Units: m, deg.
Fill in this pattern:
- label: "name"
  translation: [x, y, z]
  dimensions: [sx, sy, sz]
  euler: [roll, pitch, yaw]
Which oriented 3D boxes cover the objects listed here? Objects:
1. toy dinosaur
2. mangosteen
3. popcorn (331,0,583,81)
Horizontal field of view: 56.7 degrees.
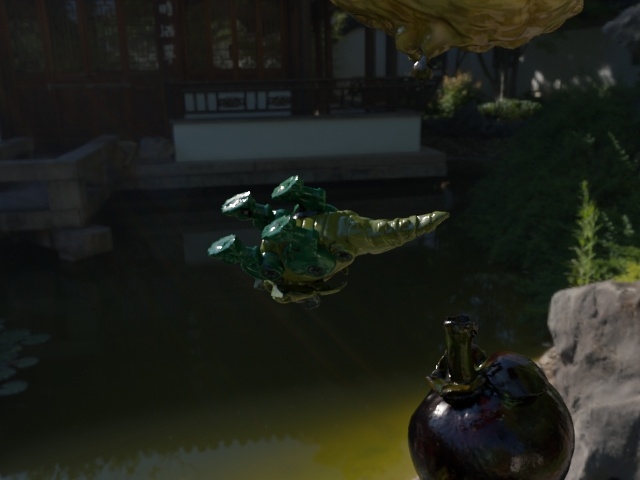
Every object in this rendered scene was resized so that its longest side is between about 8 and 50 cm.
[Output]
- label: "toy dinosaur"
  translation: [0.000, 0.000, 0.599]
  dimensions: [0.153, 0.094, 0.259]
  euler: [34, -41, -32]
- label: "mangosteen"
  translation: [0.220, 0.237, 0.830]
  dimensions: [0.231, 0.289, 0.231]
  euler: [-23, 3, 1]
- label: "popcorn"
  translation: [0.134, -0.359, 0.572]
  dimensions: [0.349, 0.382, 0.349]
  euler: [28, -1, 0]
